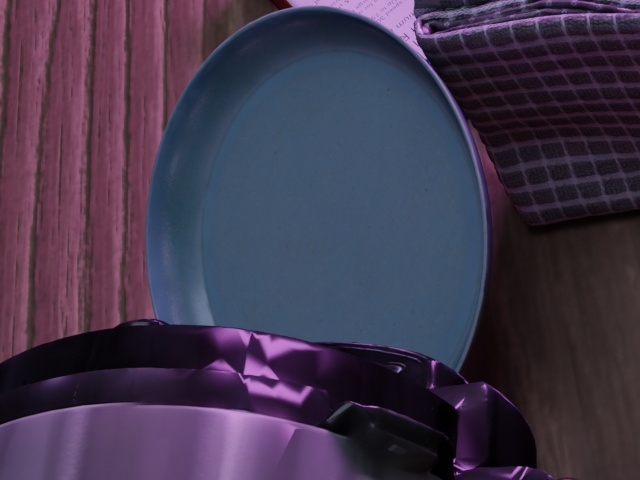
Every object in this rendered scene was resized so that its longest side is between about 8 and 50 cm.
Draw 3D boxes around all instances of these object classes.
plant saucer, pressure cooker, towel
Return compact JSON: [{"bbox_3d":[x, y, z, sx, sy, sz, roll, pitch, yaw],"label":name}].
[{"bbox_3d":[0.000,0.000,1.245,0.317,0.043,0.318,1,91,44],"label":"plant saucer"},{"bbox_3d":[-0.061,0.242,0.998,0.370,0.375,0.420,13,52,-10],"label":"pressure cooker"},{"bbox_3d":[0.218,-0.118,1.209,0.283,0.235,0.121,-7,60,27],"label":"towel"}]

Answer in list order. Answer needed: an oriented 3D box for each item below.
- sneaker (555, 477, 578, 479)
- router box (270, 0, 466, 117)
[{"bbox_3d":[0.273,0.209,1.027,0.180,0.124,0.321,-43,58,-10],"label":"sneaker"},{"bbox_3d":[0.119,-0.274,1.481,0.335,0.082,0.301,-40,47,-2],"label":"router box"}]
